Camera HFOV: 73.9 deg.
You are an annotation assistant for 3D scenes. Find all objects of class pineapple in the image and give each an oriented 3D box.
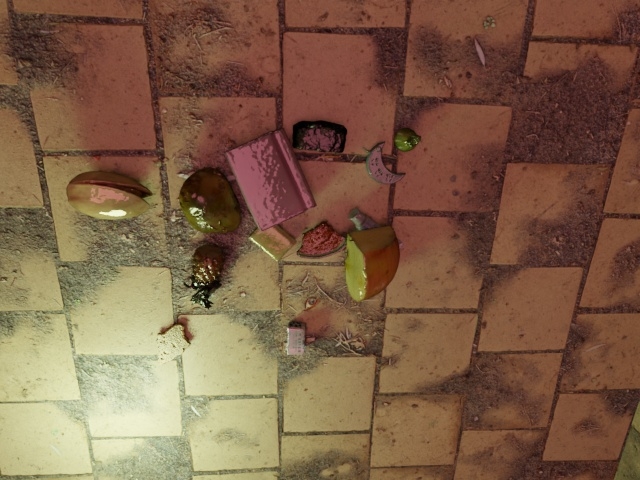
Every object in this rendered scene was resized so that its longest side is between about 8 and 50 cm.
[{"bbox_3d":[-0.530,0.174,1.927,0.170,0.141,0.309,10,115,-12],"label":"pineapple"}]

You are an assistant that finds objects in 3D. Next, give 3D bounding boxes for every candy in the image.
[{"bbox_3d":[-0.116,0.479,2.082,0.092,0.073,0.160,3,109,0],"label":"candy"}]

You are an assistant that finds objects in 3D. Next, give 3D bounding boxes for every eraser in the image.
[{"bbox_3d":[-0.208,-0.254,1.778,0.272,0.122,0.359,-26,106,-6],"label":"eraser"}]

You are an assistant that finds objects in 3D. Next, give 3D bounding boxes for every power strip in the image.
[{"bbox_3d":[0.264,-0.332,1.846,0.137,0.044,0.216,-37,108,9],"label":"power strip"}]

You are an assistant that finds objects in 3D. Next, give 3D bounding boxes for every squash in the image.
[{"bbox_3d":[0.372,-0.415,1.778,0.105,0.132,0.105,-2,107,-5],"label":"squash"}]

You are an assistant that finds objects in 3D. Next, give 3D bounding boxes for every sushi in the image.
[{"bbox_3d":[-0.004,-0.430,1.754,0.225,0.124,0.127,5,108,1],"label":"sushi"}]

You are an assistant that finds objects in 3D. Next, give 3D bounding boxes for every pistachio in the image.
[{"bbox_3d":[-0.861,-0.187,1.745,0.318,0.214,0.193,2,71,-9],"label":"pistachio"}]

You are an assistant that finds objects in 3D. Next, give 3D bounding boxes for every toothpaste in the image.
[{"bbox_3d":[0.248,-0.032,1.941,0.299,0.073,0.114,40,101,-24],"label":"toothpaste"}]

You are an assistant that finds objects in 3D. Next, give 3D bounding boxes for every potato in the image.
[{"bbox_3d":[-0.470,-0.142,1.787,0.247,0.196,0.299,-20,111,4],"label":"potato"}]

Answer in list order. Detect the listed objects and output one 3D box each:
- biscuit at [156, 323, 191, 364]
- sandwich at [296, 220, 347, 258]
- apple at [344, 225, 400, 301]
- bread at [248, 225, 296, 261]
[{"bbox_3d":[-0.726,0.504,2.071,0.163,0.035,0.250,30,104,-8],"label":"biscuit"},{"bbox_3d":[-0.002,0.010,1.934,0.235,0.079,0.159,-31,98,3],"label":"sandwich"},{"bbox_3d":[0.218,0.111,1.885,0.252,0.314,0.308,13,124,27],"label":"apple"},{"bbox_3d":[-0.217,-0.007,1.916,0.139,0.060,0.178,-44,105,10],"label":"bread"}]
